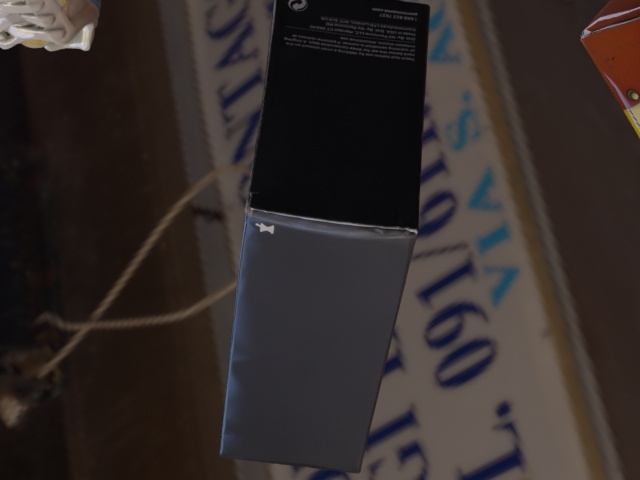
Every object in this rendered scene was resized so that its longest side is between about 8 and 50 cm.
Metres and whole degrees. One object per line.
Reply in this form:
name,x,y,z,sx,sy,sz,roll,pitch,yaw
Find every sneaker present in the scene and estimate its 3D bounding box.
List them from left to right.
sneaker,-0.211,-0.186,1.179,0.229,0.087,0.092,-6,-87,-75

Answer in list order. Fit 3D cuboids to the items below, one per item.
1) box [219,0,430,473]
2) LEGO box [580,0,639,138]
box,0.000,0.000,1.042,0.103,0.261,0.184,9,-128,0
LEGO box,0.449,-0.061,1.156,0.500,0.193,0.372,55,-128,-18
